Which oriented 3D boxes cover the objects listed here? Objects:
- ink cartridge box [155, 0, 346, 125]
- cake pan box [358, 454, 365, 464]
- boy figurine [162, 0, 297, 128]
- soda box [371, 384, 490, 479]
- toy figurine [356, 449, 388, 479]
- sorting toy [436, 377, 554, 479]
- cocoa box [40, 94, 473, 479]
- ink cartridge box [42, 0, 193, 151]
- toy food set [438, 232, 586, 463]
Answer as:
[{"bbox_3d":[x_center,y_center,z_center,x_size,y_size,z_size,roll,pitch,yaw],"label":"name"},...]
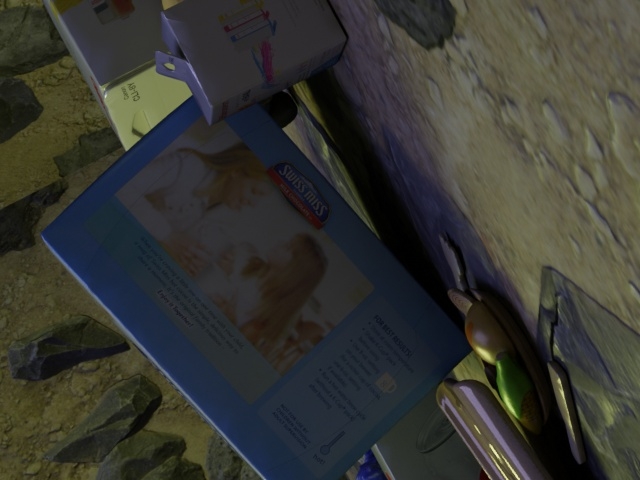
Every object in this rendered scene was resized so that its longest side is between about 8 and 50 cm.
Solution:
[{"bbox_3d":[-0.065,-0.163,1.192,0.090,0.143,0.092,62,173,3],"label":"ink cartridge box"},{"bbox_3d":[0.044,0.229,2.188,0.245,0.070,0.267,61,172,-7],"label":"cake pan box"},{"bbox_3d":[-0.101,-0.221,1.442,0.177,0.092,0.285,58,171,32],"label":"boy figurine"},{"bbox_3d":[0.148,0.294,1.583,0.286,0.098,0.091,62,174,7],"label":"soda box"},{"bbox_3d":[0.078,0.348,1.745,0.362,0.191,0.217,61,-177,-46],"label":"toy figurine"},{"bbox_3d":[0.171,0.194,1.220,0.193,0.038,0.208,55,175,5],"label":"sorting toy"},{"bbox_3d":[-0.067,0.046,1.368,0.347,0.231,0.228,48,173,-6],"label":"cocoa box"},{"bbox_3d":[-0.324,-0.336,2.269,0.384,0.160,0.279,59,172,25],"label":"ink cartridge box"},{"bbox_3d":[0.138,0.092,1.142,0.192,0.039,0.132,54,169,49],"label":"toy food set"}]
